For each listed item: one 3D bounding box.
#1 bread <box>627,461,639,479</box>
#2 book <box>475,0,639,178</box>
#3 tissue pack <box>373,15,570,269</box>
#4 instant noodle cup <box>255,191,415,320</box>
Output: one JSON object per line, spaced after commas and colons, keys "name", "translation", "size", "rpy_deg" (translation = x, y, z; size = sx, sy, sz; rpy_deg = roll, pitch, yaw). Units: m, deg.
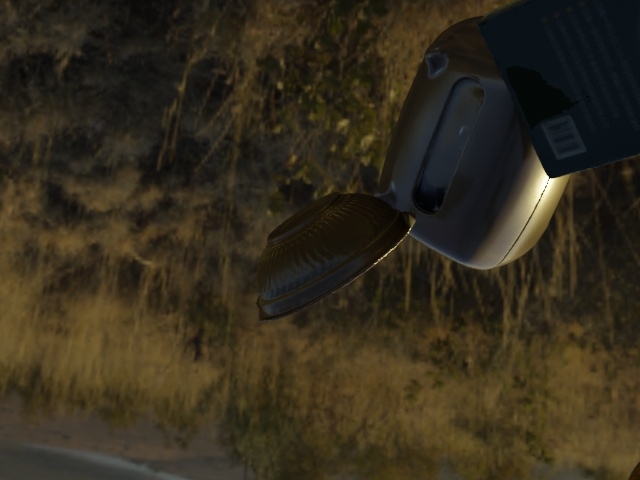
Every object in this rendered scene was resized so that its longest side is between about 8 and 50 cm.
{"name": "bread", "translation": [0.387, 0.320, 1.025], "size": [0.114, 0.190, 0.132], "rpy_deg": [30, 163, -21]}
{"name": "book", "translation": [0.404, -0.238, 1.224], "size": [0.371, 0.043, 0.260], "rpy_deg": [-15, 108, 46]}
{"name": "tissue pack", "translation": [0.261, -0.154, 1.527], "size": [0.267, 0.387, 0.277], "rpy_deg": [33, -155, 31]}
{"name": "instant noodle cup", "translation": [0.000, 0.000, 1.344], "size": [0.274, 0.274, 0.090], "rpy_deg": [-21, 105, 48]}
